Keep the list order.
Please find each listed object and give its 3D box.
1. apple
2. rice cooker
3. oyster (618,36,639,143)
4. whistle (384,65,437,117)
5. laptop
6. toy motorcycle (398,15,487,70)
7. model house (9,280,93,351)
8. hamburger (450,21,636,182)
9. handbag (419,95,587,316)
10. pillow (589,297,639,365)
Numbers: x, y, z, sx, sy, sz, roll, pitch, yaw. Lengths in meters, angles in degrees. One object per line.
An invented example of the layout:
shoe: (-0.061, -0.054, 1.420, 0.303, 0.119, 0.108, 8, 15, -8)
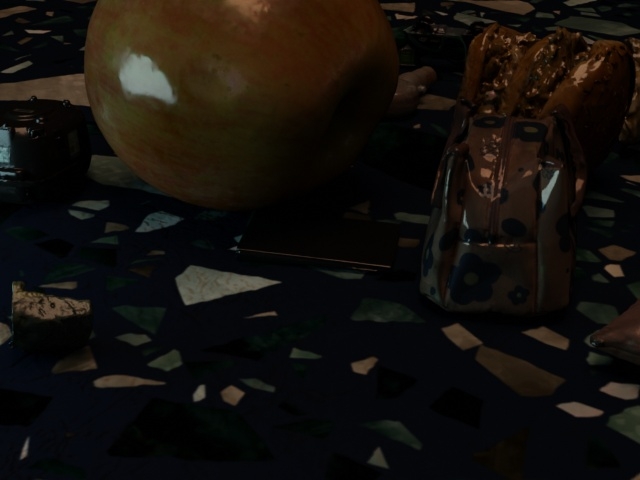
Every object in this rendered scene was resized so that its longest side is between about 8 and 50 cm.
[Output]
apple: (-0.093, -0.224, 1.393, 0.346, 0.391, 0.391, 32, 38, 28)
rice cooker: (-0.394, -0.124, 1.447, 0.142, 0.118, 0.203, 8, 24, 11)
oyster: (0.539, -0.248, 1.742, 0.110, 0.166, 0.341, 4, 9, 23)
whistle: (0.135, -0.257, 1.809, 0.107, 0.057, 0.220, 17, 29, 29)
laptop: (0.000, 0.000, 1.347, 0.197, 0.016, 0.135, 7, 26, 7)
toy motorcycle: (0.232, -0.363, 1.979, 0.173, 0.100, 0.058, 6, 28, 14)
model house: (-0.281, 0.080, 1.109, 0.083, 0.079, 0.066, 1, 59, -15)
hamburger: (0.300, -0.187, 1.474, 0.211, 0.261, 0.245, 24, 53, 28)
handbag: (0.217, -0.047, 1.253, 0.190, 0.193, 0.251, 3, 26, 12)
pillow: (0.429, 0.092, 1.114, 0.223, 0.084, 0.236, 18, 29, 32)
